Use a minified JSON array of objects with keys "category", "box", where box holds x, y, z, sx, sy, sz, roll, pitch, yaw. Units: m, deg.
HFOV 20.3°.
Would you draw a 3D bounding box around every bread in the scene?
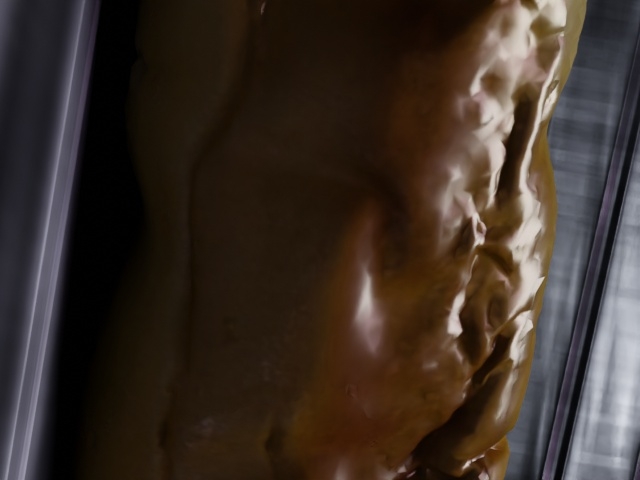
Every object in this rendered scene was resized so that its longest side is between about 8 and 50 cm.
[{"category":"bread","box":[0.000,0.000,0.553,0.167,0.132,0.294,-83,180,-66]}]
